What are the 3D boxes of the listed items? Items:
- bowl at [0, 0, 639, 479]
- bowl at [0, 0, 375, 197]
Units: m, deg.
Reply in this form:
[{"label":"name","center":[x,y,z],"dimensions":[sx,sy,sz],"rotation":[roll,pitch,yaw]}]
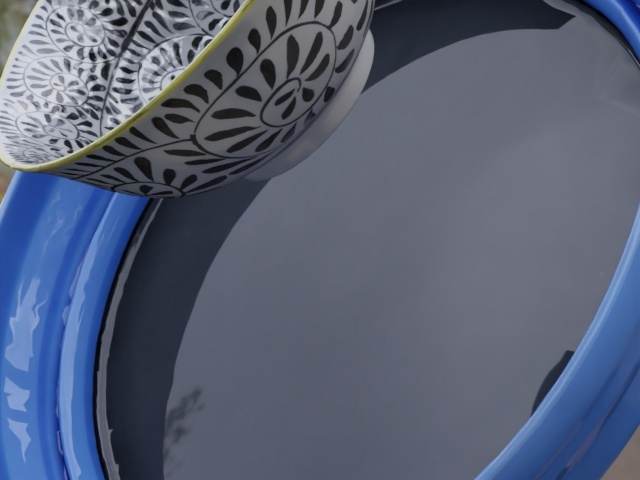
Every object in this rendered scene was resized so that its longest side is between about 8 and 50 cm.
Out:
[{"label":"bowl","center":[0.000,0.000,0.816],"dimensions":[0.391,0.077,0.391],"rotation":[-22,50,29]},{"label":"bowl","center":[-0.033,-0.073,0.638],"dimensions":[0.170,0.080,0.170],"rotation":[-35,34,28]}]
